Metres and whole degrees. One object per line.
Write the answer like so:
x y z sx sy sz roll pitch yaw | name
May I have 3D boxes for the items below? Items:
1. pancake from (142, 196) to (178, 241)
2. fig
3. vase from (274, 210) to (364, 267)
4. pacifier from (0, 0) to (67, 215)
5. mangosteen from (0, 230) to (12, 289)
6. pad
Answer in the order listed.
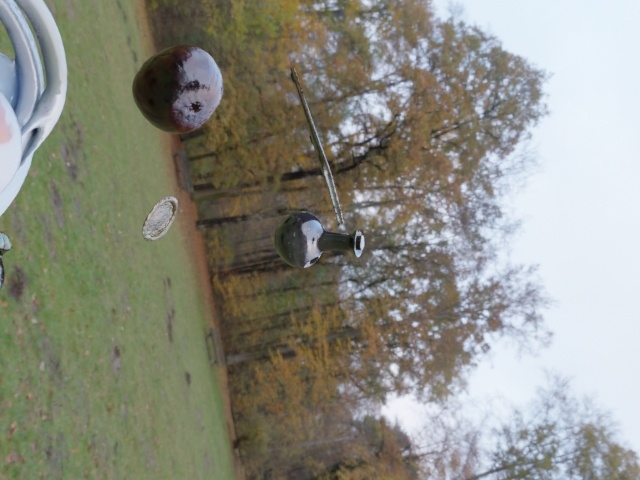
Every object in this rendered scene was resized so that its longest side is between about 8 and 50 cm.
-0.334 -0.044 1.113 0.011 0.115 0.115 30 -27 12 | pancake
-0.372 -0.397 1.386 0.235 0.234 0.215 121 -47 -74 | fig
0.000 0.000 1.103 0.120 0.182 0.120 2 90 -69 | vase
-0.373 -0.127 0.428 0.299 0.232 0.244 78 31 -66 | pacifier
-0.804 0.051 1.164 0.243 0.242 0.243 169 -90 -79 | mangosteen
-0.005 -0.203 1.209 0.284 0.018 0.287 68 5 -66 | pad
